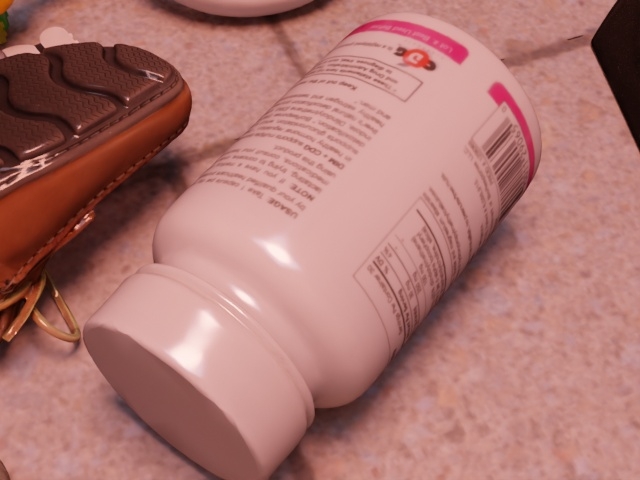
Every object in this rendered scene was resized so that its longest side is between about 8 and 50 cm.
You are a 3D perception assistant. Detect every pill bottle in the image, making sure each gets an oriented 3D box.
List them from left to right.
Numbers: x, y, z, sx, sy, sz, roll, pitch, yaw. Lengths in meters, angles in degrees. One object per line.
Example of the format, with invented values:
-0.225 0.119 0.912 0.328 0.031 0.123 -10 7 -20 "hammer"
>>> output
0.000 0.000 0.618 0.160 0.160 0.283 33 61 18 "pill bottle"

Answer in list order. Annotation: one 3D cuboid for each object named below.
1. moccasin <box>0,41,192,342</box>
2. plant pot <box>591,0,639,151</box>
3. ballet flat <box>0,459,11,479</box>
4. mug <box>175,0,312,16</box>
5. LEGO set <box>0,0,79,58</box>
-0.232 0.012 0.626 0.139 0.147 0.380 28 63 32 "moccasin"
0.336 -0.149 0.729 0.188 0.167 0.187 -7 58 -8 "plant pot"
-0.251 0.114 0.518 0.072 0.213 0.068 -59 36 -1 "ballet flat"
-0.074 -0.369 0.822 0.328 0.276 0.374 -4 87 -14 "mug"
-0.245 -0.221 0.798 0.093 0.087 0.227 -32 65 -21 "LEGO set"
